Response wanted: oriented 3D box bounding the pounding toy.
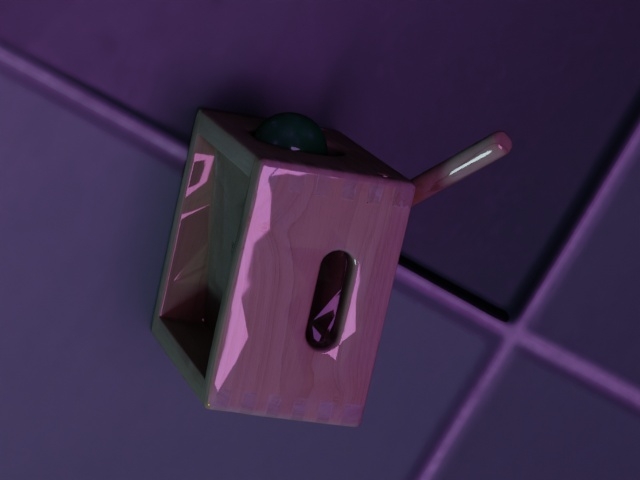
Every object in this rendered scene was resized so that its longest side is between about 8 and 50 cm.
[{"bbox_3d":[0.000,0.000,0.870,0.100,0.130,0.141,9,102,-20],"label":"pounding toy"}]
